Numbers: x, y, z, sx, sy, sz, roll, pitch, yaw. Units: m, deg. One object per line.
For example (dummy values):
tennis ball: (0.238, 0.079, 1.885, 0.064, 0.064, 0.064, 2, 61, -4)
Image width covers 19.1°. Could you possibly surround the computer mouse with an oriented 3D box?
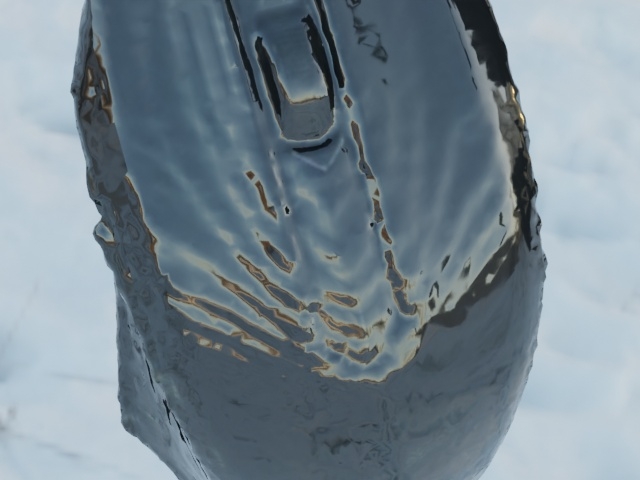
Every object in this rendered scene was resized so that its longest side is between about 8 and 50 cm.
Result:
computer mouse: (0.000, 0.000, 0.400, 0.099, 0.172, 0.057, -15, 24, -9)
